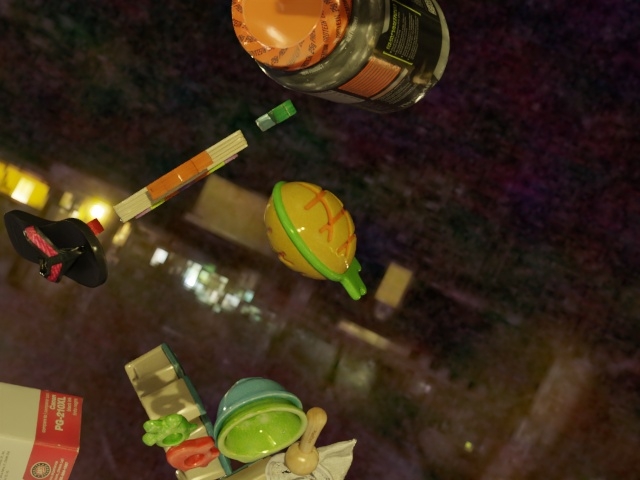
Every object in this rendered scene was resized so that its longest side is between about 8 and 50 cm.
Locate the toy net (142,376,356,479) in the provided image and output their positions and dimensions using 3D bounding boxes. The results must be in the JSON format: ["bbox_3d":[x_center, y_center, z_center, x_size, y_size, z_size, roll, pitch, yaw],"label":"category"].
[{"bbox_3d":[-0.040,0.177,0.843,0.232,0.122,0.045,51,-169,-53],"label":"toy net"}]

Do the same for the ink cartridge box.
[{"bbox_3d":[-0.425,0.257,1.276,0.237,0.172,0.100,14,-149,-18],"label":"ink cartridge box"}]

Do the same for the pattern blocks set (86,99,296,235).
[{"bbox_3d":[-0.166,-0.073,1.248,0.026,0.325,0.285,58,-174,-7],"label":"pattern blocks set"}]

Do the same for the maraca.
[{"bbox_3d":[0.000,0.000,1.288,0.186,0.099,0.127,45,-154,-37],"label":"maraca"}]

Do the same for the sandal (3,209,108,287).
[{"bbox_3d":[-0.254,0.011,0.979,0.040,0.067,0.179,-28,-154,-37],"label":"sandal"}]

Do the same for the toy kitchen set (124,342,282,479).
[{"bbox_3d":[-0.150,0.247,1.387,0.166,0.122,0.207,36,148,65],"label":"toy kitchen set"}]

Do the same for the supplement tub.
[{"bbox_3d":[0.033,-0.298,1.492,0.207,0.207,0.338,24,-171,26],"label":"supplement tub"}]
